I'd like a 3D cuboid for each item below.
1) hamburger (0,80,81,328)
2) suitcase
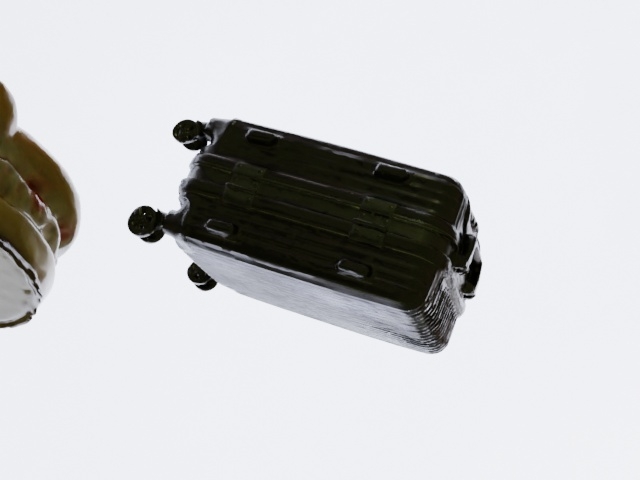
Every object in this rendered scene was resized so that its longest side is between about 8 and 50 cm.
[{"bbox_3d":[-0.416,-0.050,1.044,0.261,0.303,0.186,9,-125,11],"label":"hamburger"},{"bbox_3d":[0.000,0.000,0.362,0.126,0.086,0.059,17,-105,20],"label":"suitcase"}]
